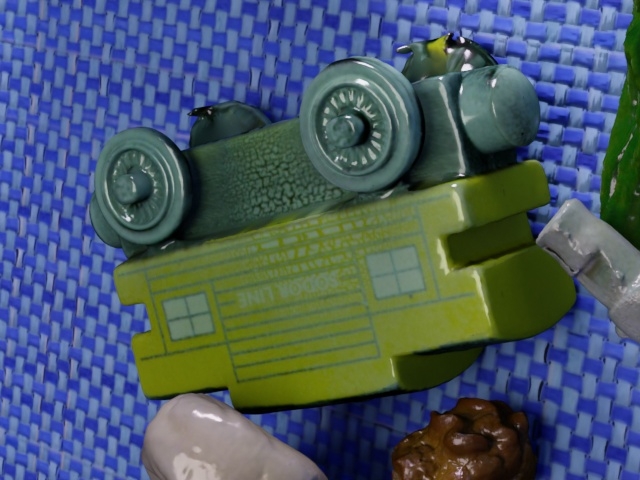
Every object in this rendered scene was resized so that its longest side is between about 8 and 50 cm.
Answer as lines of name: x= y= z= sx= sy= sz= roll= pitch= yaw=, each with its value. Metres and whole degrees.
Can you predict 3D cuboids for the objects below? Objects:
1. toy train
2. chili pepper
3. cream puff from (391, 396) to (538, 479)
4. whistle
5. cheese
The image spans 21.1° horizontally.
toy train: x=0.000 y=0.000 z=1.397 sx=0.442 sy=0.179 sz=0.272 roll=-13 pitch=93 yaw=38
chili pepper: x=0.243 y=-0.099 z=1.252 sx=0.074 sy=0.100 sz=0.257 roll=11 pitch=99 yaw=-2
cream puff: x=0.110 y=0.176 z=1.351 sx=0.094 sy=0.116 sz=0.122 roll=31 pitch=85 yaw=38
whistle: x=0.262 y=0.068 z=1.220 sx=0.258 sy=0.067 sz=0.126 roll=41 pitch=139 yaw=8
cheese: x=-0.049 y=0.208 z=1.396 sx=0.159 sy=0.263 sz=0.093 roll=29 pitch=77 yaw=26
